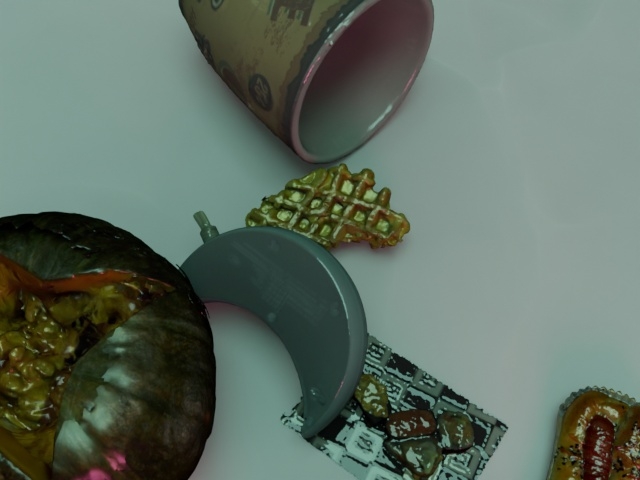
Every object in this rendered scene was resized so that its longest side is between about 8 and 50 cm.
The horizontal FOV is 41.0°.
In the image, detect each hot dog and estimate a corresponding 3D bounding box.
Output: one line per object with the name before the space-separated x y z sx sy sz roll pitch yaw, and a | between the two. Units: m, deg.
hot dog | 0.273 0.237 0.837 0.108 0.059 0.191 17 65 12

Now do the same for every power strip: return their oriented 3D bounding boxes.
power strip | -0.055 0.066 0.874 0.253 0.054 0.167 39 101 20

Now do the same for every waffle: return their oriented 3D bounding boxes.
waffle | 0.000 0.001 0.949 0.194 0.051 0.149 -29 74 -10

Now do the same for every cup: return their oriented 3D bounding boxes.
cup | -0.007 -0.264 1.020 0.257 0.227 0.301 43 40 23

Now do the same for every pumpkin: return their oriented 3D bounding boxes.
pumpkin | -0.243 0.129 0.790 0.321 0.192 0.320 -5 62 9

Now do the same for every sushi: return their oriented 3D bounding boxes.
sushi | 0.076 0.183 0.871 0.201 0.031 0.139 32 66 14
